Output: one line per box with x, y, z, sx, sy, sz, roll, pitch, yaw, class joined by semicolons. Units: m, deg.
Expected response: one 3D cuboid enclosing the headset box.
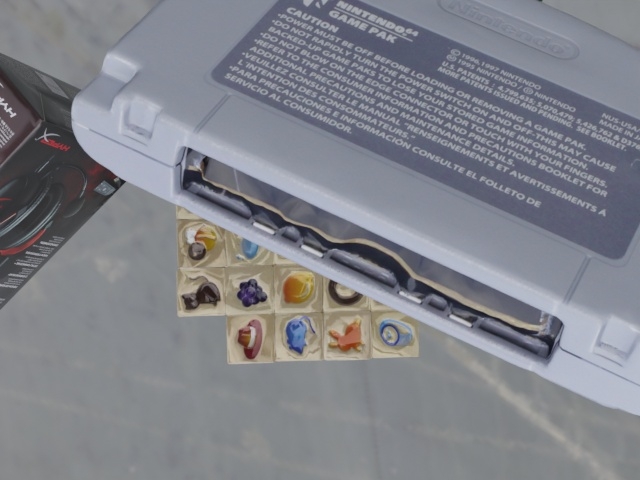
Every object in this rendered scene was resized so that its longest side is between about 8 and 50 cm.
-0.343;-0.030;1.398;0.110;0.293;0.218;48;-172;18;headset box

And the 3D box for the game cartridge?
0.059;-0.051;0.676;0.294;0.196;0.060;25;140;12;game cartridge

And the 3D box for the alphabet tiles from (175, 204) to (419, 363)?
0.000;0.000;1.705;0.342;0.285;0.011;-2;177;-5;alphabet tiles
